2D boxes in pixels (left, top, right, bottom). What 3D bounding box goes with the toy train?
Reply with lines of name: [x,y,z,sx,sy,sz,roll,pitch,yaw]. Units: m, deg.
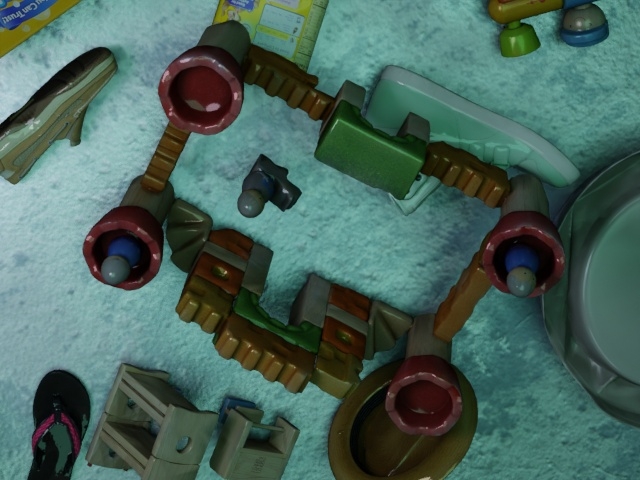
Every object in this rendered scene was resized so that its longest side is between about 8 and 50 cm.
toy train: [0.210,-0.272,1.639,0.248,0.105,0.143,-16,114,-4]

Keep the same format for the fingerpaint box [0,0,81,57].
fingerpaint box: [-0.303,-0.418,1.379,0.444,0.163,0.371,-28,119,25]

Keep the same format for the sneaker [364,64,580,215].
sneaker: [0.160,-0.082,1.659,0.256,0.094,0.151,25,91,-2]

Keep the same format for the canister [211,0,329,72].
canister: [-0.054,-0.261,1.613,0.126,0.073,0.170,17,95,-10]

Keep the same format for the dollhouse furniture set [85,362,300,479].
dollhouse furniture set: [-0.150,0.240,1.677,0.183,0.129,0.129,17,98,-40]

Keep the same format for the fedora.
fedora: [0.106,0.233,1.694,0.194,0.194,0.079,-41,139,1]

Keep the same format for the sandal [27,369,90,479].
sandal: [-0.308,0.240,1.678,0.067,0.040,0.179,9,98,-9]

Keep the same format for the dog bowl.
dog bowl: [0.418,0.049,1.711,0.348,0.102,0.349,-1,99,-8]

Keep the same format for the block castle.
block castle: [0.000,0.000,1.536,0.453,0.213,0.303,27,119,-8]

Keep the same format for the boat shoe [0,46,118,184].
boat shoe: [-0.292,-0.137,1.613,0.190,0.068,0.072,-38,114,10]
